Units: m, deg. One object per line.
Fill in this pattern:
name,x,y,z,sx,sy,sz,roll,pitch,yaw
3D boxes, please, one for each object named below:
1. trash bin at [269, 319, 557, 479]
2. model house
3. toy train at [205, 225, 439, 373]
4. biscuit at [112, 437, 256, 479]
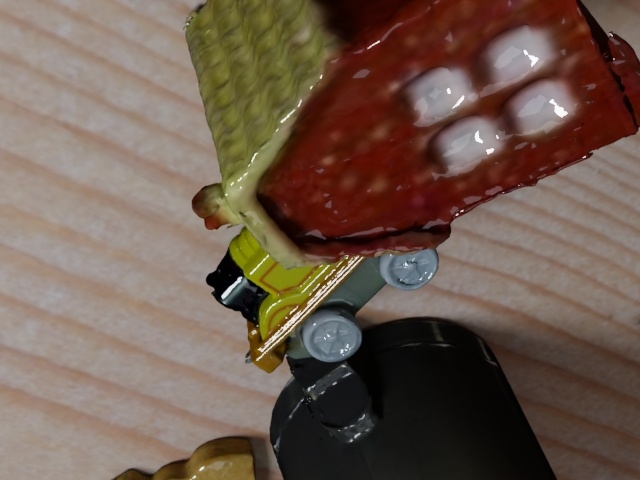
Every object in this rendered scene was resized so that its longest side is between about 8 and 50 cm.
trash bin,0.091,0.230,0.954,0.203,0.301,0.252,-32,131,9
model house,0.030,-0.108,0.731,0.254,0.196,0.160,-28,131,6
toy train,0.000,0.000,0.882,0.127,0.089,0.219,35,112,-26
biscuit,-0.102,0.266,1.093,0.212,0.041,0.239,-39,128,12
